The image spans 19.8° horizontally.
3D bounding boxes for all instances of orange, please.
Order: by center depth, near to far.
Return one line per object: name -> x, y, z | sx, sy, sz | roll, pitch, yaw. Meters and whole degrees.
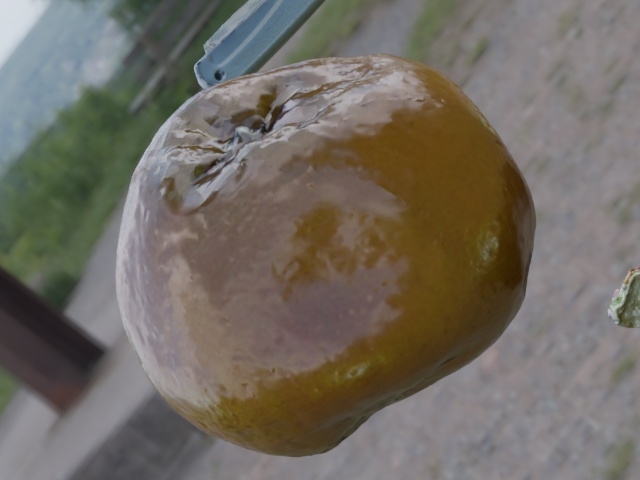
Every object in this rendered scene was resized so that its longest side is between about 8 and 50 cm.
orange -> 0.000, 0.000, 1.033 | 0.249, 0.183, 0.249 | -22, 42, 21

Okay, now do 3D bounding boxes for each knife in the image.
knife -> -0.031, -0.169, 1.341 | 0.162, 0.044, 0.023 | -47, -13, -9

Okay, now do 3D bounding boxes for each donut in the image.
donut -> 0.370, 0.064, 1.831 | 0.108, 0.166, 0.065 | -48, -34, -82
